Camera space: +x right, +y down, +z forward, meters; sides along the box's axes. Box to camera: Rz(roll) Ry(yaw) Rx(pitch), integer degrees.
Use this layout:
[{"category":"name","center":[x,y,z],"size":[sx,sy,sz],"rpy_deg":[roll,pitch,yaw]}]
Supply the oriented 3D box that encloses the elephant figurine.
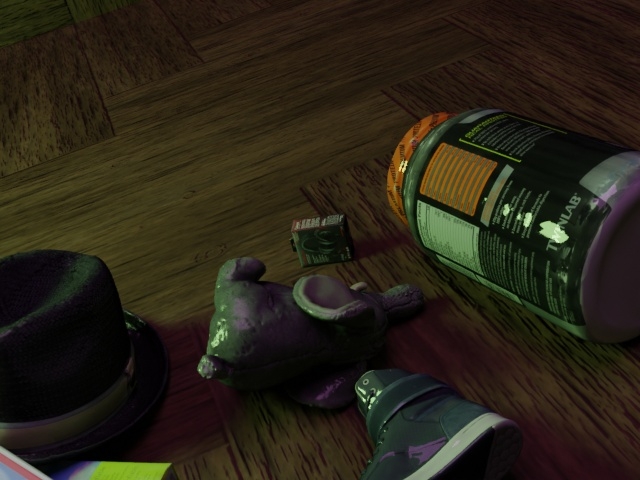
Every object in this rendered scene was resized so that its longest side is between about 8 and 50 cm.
[{"category":"elephant figurine","center":[0.002,0.099,0.989],"size":[0.239,0.169,0.186],"rpy_deg":[4,63,3]}]

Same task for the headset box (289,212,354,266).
[{"category":"headset box","center":[0.000,0.000,1.215],"size":[0.083,0.062,0.032],"rpy_deg":[-8,31,11]}]

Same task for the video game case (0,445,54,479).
[{"category":"video game case","center":[-0.332,0.333,0.783],"size":[0.204,0.025,0.285],"rpy_deg":[23,55,24]}]

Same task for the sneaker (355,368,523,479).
[{"category":"sneaker","center":[0.055,0.213,0.832],"size":[0.226,0.086,0.163],"rpy_deg":[-31,33,-20]}]

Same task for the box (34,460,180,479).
[{"category":"box","center":[-0.245,0.278,0.906],"size":[0.178,0.042,0.109],"rpy_deg":[-4,32,21]}]

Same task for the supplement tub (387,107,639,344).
[{"category":"supplement tub","center":[0.242,-0.034,1.021],"size":[0.207,0.207,0.338],"rpy_deg":[-30,34,-21]}]

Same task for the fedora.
[{"category":"fedora","center":[-0.333,0.109,1.034],"size":[0.334,0.153,0.334],"rpy_deg":[4,25,-2]}]
